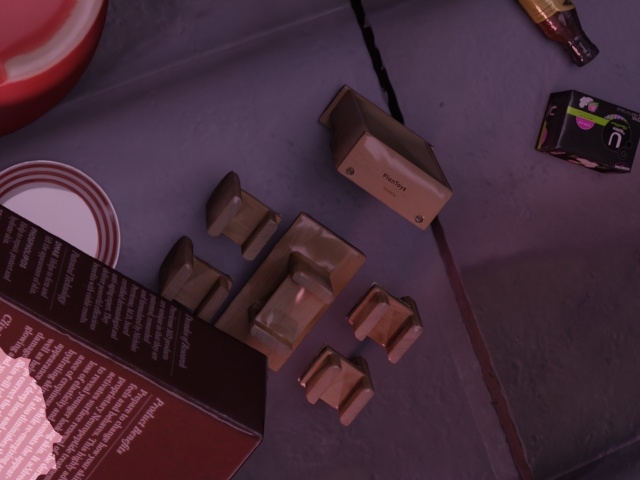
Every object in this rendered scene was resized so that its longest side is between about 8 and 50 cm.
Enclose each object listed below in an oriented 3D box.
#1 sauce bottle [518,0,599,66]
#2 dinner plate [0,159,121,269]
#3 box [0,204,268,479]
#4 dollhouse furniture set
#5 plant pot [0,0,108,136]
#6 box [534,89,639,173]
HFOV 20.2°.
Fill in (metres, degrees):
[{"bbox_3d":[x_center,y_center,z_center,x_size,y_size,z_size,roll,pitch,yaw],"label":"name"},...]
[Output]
[{"bbox_3d":[0.222,-0.225,1.741,0.042,0.042,0.128,-43,104,-12],"label":"sauce bottle"},{"bbox_3d":[-0.250,-0.001,1.611,0.141,0.017,0.141,0,91,-18],"label":"dinner plate"},{"bbox_3d":[-0.251,0.104,1.511,0.381,0.143,0.191,32,115,-14],"label":"box"},{"bbox_3d":[0.000,0.000,1.650,0.212,0.161,0.242,35,103,-15],"label":"dollhouse furniture set"},{"bbox_3d":[-0.290,-0.214,1.477,0.275,0.243,0.275,-1,92,-18],"label":"plant pot"},{"bbox_3d":[0.262,-0.105,1.749,0.083,0.052,0.062,17,85,-18],"label":"box"}]
